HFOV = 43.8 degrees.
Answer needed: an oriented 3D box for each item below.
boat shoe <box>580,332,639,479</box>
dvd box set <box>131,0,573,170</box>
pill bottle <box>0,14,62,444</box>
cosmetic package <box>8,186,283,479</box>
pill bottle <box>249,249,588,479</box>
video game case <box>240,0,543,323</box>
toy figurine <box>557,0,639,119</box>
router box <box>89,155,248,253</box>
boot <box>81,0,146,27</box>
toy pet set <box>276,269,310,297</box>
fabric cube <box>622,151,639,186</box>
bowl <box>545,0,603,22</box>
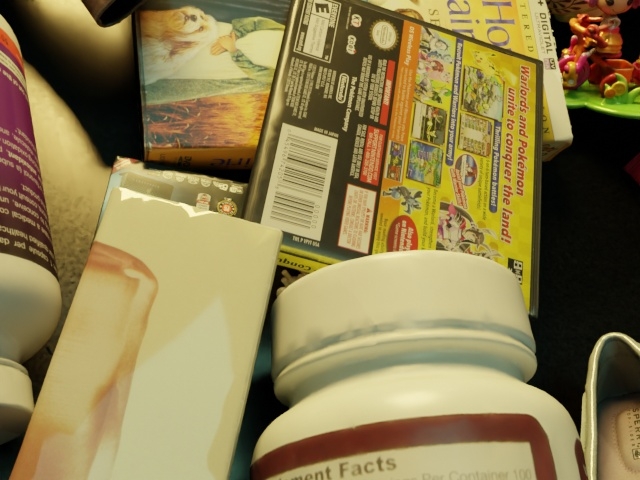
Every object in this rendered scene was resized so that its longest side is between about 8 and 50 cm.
[{"bbox_3d":[0.239,0.194,0.562,0.118,0.103,0.320,-15,25,20],"label":"boat shoe"},{"bbox_3d":[0.027,-0.222,0.789,0.421,0.062,0.307,-2,76,-16],"label":"dvd box set"},{"bbox_3d":[-0.287,-0.017,0.559,0.182,0.181,0.322,-9,65,-20],"label":"pill bottle"},{"bbox_3d":[-0.127,0.133,0.543,0.129,0.153,0.296,16,59,-8],"label":"cosmetic package"},{"bbox_3d":[0.068,0.220,0.508,0.224,0.224,0.392,3,62,-14],"label":"pill bottle"},{"bbox_3d":[0.073,-0.080,0.689,0.248,0.035,0.274,15,61,-10],"label":"video game case"},{"bbox_3d":[0.315,-0.223,0.831,0.173,0.159,0.130,2,29,2],"label":"toy figurine"},{"bbox_3d":[-0.128,-0.015,0.686,0.123,0.038,0.092,11,61,-10],"label":"router box"},{"bbox_3d":[-0.237,-0.260,0.694,0.248,0.090,0.206,-36,66,11],"label":"boot"},{"bbox_3d":[0.000,0.000,0.716,0.114,0.065,0.122,-9,56,19],"label":"toy pet set"},{"bbox_3d":[0.523,-0.086,0.780,0.259,0.254,0.258,-28,74,-26],"label":"fabric cube"},{"bbox_3d":[0.300,-0.304,0.919,0.170,0.080,0.170,-16,29,9],"label":"bowl"}]
